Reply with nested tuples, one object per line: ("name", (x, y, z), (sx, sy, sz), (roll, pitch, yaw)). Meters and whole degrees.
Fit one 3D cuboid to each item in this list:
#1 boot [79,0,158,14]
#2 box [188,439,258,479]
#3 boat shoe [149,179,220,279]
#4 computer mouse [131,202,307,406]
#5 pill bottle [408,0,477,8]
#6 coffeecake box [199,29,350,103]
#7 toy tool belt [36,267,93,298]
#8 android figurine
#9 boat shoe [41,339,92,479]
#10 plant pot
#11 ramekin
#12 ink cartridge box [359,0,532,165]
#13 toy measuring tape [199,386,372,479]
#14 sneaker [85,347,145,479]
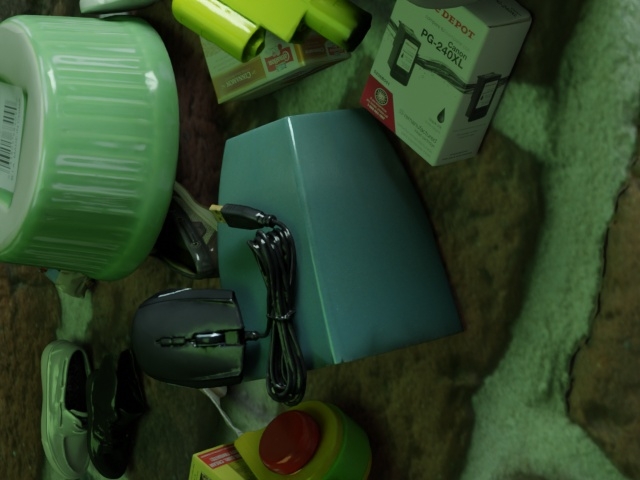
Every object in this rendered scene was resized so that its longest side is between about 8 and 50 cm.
("boot", (-0.199, -0.307, 1.706), (0.190, 0.069, 0.086), (-12, 85, 42))
("box", (-0.041, 0.302, 1.696), (0.232, 0.087, 0.058), (32, 122, 40))
("boat shoe", (-0.176, -0.017, 1.755), (0.223, 0.073, 0.080), (30, 123, 40))
("computer mouse", (-0.115, 0.057, 1.477), (0.262, 0.060, 0.184), (4, 99, 50))
("pill bottle", (0.070, -0.372, 1.277), (0.188, 0.188, 0.334), (-46, 67, 45))
("coffeecake box", (-0.062, -0.246, 1.557), (0.142, 0.068, 0.186), (-17, 88, 48))
("toy tool belt", (-0.317, 0.032, 1.960), (0.083, 0.052, 0.051), (37, 96, 32))
("android figurine", (-0.052, -0.298, 1.456), (0.273, 0.056, 0.248), (36, 105, 12))
("boat shoe", (-0.316, 0.220, 2.006), (0.063, 0.066, 0.184), (5, 96, 49))
("plant pot", (0.000, 0.000, 1.497), (0.165, 0.165, 0.234), (-16, 86, 50))
("ramekin", (-0.290, -0.108, 1.738), (0.303, 0.148, 0.303), (-9, 79, 57))
("ink cartridge box", (0.110, -0.161, 1.392), (0.109, 0.063, 0.150), (44, 131, 31))
("toy measuring tape", (-0.031, 0.199, 1.657), (0.330, 0.121, 0.121), (-135, 46, -54))
("sneaker", (-0.252, 0.217, 1.933), (0.089, 0.051, 0.170), (0, 99, 53))
